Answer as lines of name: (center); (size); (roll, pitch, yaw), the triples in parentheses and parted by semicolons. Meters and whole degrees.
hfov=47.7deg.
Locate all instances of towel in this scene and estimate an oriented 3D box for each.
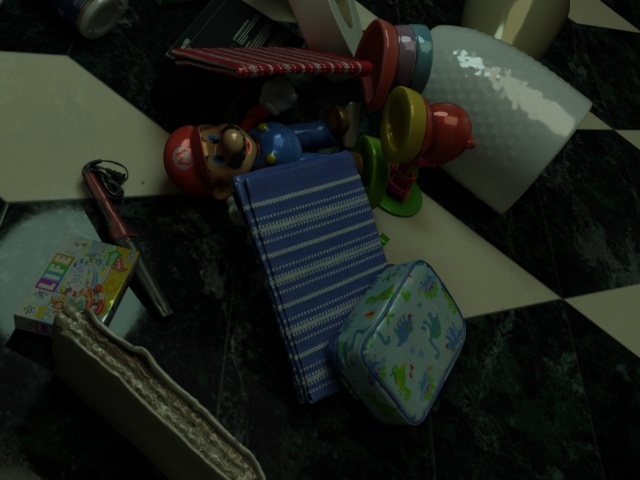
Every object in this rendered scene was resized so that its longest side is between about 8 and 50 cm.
towel: (0.008, 0.043, 1.072); (0.243, 0.040, 0.336); (-20, 95, -42)
towel: (-0.074, -0.285, 1.168); (0.275, 0.031, 0.199); (-13, 26, -39)
towel: (-0.188, 0.195, 0.808); (0.282, 0.187, 0.049); (42, 58, 4)

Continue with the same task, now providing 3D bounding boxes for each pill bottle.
pill bottle: (-0.427, -0.431, 1.233); (0.169, 0.094, 0.094); (42, 44, 5)

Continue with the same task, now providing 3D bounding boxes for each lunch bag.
lunch bag: (0.120, 0.151, 1.061); (0.176, 0.090, 0.219); (53, 50, -20)

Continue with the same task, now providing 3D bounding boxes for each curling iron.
curling iron: (-0.270, -0.010, 1.030); (0.068, 0.035, 0.274); (-12, 62, -38)

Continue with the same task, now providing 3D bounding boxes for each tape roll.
tape roll: (-0.003, -0.501, 1.403); (0.392, 0.072, 0.392); (-18, 90, -75)

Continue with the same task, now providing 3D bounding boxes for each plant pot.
plant pot: (0.438, -0.485, 1.734); (0.256, 0.256, 0.274); (30, 60, -8)

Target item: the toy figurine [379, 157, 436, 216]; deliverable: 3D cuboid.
toy figurine: (0.179, -0.155, 1.339); (0.130, 0.159, 0.173); (34, 44, -4)

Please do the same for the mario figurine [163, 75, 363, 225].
mario figurine: (-0.083, -0.141, 1.122); (0.321, 0.170, 0.198); (-10, 41, -27)

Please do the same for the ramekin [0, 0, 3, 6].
ramekin: (-0.595, -0.442, 1.054); (0.273, 0.127, 0.272); (8, 73, -27)

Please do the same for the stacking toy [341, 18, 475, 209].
stacking toy: (0.141, -0.207, 1.258); (0.130, 0.279, 0.309); (3, 54, -17)

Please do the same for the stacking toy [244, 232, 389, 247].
stacking toy: (0.000, 0.000, 1.184); (0.167, 0.052, 0.221); (43, 43, 3)

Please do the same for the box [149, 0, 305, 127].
box: (-0.161, -0.315, 1.300); (0.184, 0.103, 0.261); (33, 45, -10)

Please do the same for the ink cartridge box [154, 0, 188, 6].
ink cartridge box: (-0.271, -0.560, 1.440); (0.208, 0.087, 0.153); (-29, 72, -42)

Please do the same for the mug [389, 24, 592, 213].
mug: (0.323, -0.264, 1.472); (0.328, 0.276, 0.374); (39, 14, 6)

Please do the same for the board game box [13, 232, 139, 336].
board game box: (-0.307, 0.061, 0.927); (0.103, 0.026, 0.154); (14, 41, -2)
